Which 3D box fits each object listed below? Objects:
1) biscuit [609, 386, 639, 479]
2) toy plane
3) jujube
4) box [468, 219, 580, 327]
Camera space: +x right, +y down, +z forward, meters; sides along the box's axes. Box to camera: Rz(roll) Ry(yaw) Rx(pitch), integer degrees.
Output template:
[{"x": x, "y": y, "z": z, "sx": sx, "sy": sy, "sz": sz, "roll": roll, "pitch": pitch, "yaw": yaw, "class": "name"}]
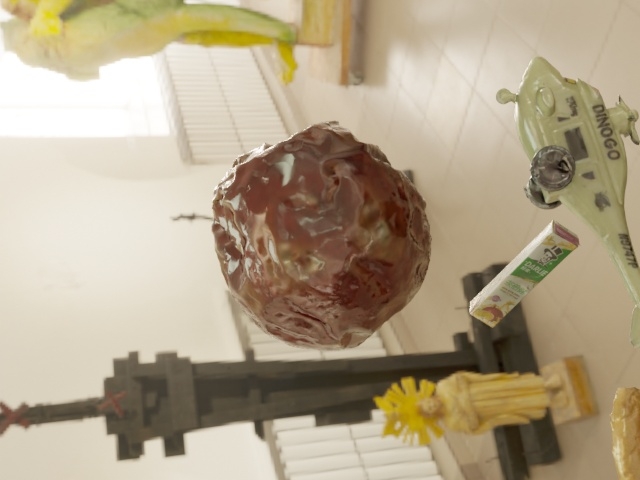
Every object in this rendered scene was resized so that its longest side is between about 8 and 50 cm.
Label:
[{"x": 0.379, "y": 0.255, "z": 0.849, "sx": 0.033, "sy": 0.224, "sz": 0.145, "roll": -23, "pitch": 37, "yaw": 53, "class": "biscuit"}, {"x": 0.240, "y": -0.033, "z": 0.690, "sx": 0.092, "sy": 0.108, "sz": 0.287, "roll": 45, "pitch": -152, "yaw": -74, "class": "toy plane"}, {"x": 0.001, "y": 0.001, "z": 1.024, "sx": 0.377, "sy": 0.276, "sz": 0.277, "roll": 28, "pitch": -122, "yaw": -85, "class": "jujube"}, {"x": 0.311, "y": 0.053, "z": 1.250, "sx": 0.207, "sy": 0.049, "sz": 0.041, "roll": -52, "pitch": 12, "yaw": 35, "class": "box"}]
